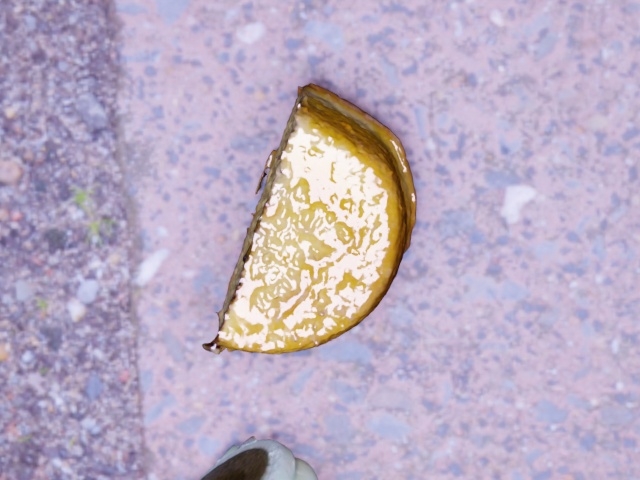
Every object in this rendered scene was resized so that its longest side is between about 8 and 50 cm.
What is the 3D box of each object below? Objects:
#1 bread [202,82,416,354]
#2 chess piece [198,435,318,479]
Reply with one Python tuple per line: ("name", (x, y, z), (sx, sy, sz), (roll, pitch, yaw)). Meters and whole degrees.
("bread", (0.000, 0.000, 1.540), (0.139, 0.143, 0.229), (21, 100, 3))
("chess piece", (0.000, 0.323, 1.592), (0.176, 0.176, 0.298), (-39, 106, 8))
